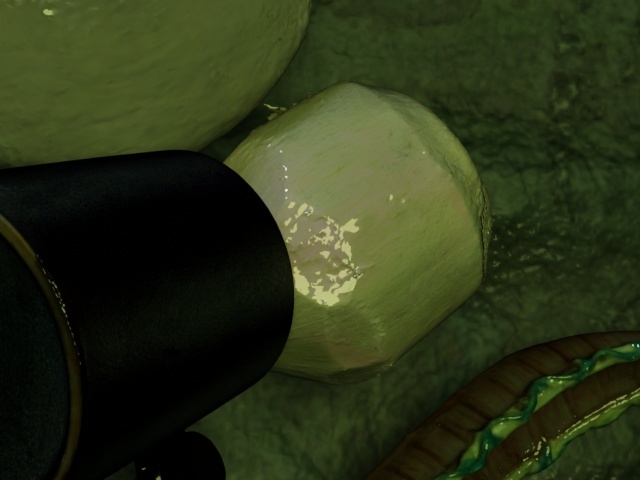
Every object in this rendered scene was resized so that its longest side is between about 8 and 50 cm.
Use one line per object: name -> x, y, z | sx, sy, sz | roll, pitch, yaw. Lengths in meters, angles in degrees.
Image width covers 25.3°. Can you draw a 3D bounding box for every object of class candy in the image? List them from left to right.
candy -> -0.140, -0.168, 0.819 | 0.295, 0.185, 0.296 | 2, 76, -8

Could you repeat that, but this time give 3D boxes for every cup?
cup -> -0.130, 0.068, 0.731 | 0.166, 0.177, 0.239 | 30, 117, 25

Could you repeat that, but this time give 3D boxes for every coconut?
coconut -> 0.000, 0.000, 0.830 | 0.183, 0.171, 0.171 | -31, 88, -17

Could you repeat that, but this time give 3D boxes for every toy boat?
toy boat -> 0.134, 0.118, 0.867 | 0.293, 0.108, 0.099 | -31, 56, -19
